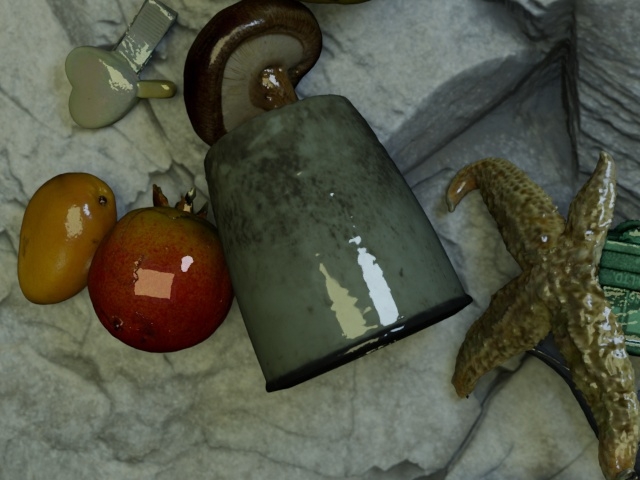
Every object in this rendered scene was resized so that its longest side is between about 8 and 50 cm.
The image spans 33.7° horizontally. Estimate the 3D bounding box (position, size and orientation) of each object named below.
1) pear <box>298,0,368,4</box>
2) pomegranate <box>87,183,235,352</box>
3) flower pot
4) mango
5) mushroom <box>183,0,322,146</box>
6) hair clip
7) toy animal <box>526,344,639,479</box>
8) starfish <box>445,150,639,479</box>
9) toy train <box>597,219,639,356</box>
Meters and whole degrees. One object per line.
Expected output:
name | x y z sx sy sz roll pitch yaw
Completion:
pear | 0.004 -0.509 1.353 0.362 0.362 0.418 -8 78 9
pomegranate | -0.216 0.042 1.466 0.210 0.210 0.235 5 67 9
flower pot | 0.000 0.000 1.397 0.294 0.293 0.330 -26 81 8
mango | -0.374 0.003 1.535 0.145 0.112 0.219 39 113 27
mushroom | -0.104 -0.239 1.452 0.194 0.138 0.231 34 96 -38
hair clip | -0.282 -0.248 1.542 0.159 0.071 0.218 39 100 4
toy animal | 0.427 0.235 1.429 0.206 0.081 0.367 -32 82 6
starfish | 0.274 0.092 1.373 0.324 0.082 0.432 -7 82 48
toy train | 0.492 0.075 1.395 0.330 0.138 0.178 10 99 9
